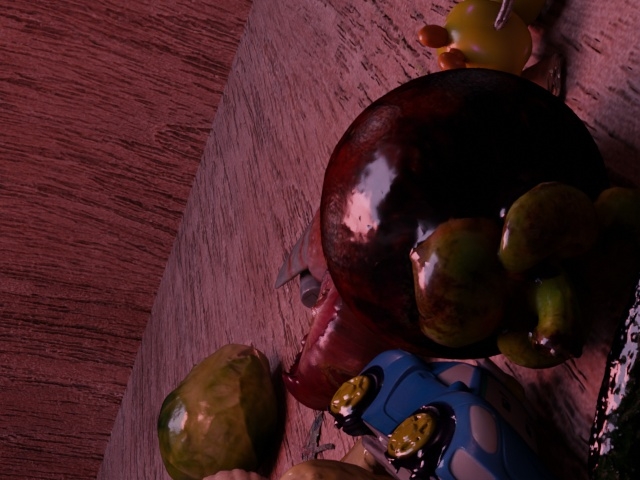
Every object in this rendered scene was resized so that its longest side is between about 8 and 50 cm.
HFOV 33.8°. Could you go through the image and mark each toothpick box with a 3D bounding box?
[{"bbox_3d":[-0.010,0.072,1.812,0.083,0.052,0.052,-94,25,-49],"label":"toothpick box"}]

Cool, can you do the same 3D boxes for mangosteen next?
[{"bbox_3d":[0.145,-0.016,1.011,0.311,0.311,0.311,-166,90,-73],"label":"mangosteen"}]

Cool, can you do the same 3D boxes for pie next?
[{"bbox_3d":[0.067,0.281,1.334,0.068,0.128,0.282,47,137,18],"label":"pie"}]

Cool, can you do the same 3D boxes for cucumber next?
[{"bbox_3d":[0.268,0.118,0.881,0.067,0.067,0.245,-147,74,-72],"label":"cucumber"}]

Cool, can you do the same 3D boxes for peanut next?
[{"bbox_3d":[0.034,0.323,1.182,0.146,0.305,0.147,-8,70,23],"label":"peanut"}]

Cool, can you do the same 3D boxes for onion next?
[{"bbox_3d":[0.047,0.121,1.420,0.248,0.161,0.248,-49,26,35],"label":"onion"}]

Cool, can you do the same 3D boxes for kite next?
[{"bbox_3d":[-0.007,0.334,1.675,0.156,0.011,0.139,142,136,-65],"label":"kite"}]

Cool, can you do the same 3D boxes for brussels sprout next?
[{"bbox_3d":[-0.178,0.316,1.904,0.219,0.210,0.271,90,-167,-54],"label":"brussels sprout"}]

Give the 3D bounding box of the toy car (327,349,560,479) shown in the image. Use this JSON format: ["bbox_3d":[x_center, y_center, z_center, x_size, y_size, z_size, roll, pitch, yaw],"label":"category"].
[{"bbox_3d":[0.145,0.203,1.046,0.166,0.198,0.314,-46,17,-9],"label":"toy car"}]

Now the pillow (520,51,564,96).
[{"bbox_3d":[0.228,-0.098,1.223,0.126,0.043,0.233,-18,57,64],"label":"pillow"}]

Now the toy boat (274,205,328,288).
[{"bbox_3d":[0.000,0.000,1.741,0.282,0.096,0.206,-39,32,57],"label":"toy boat"}]

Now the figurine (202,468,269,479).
[{"bbox_3d":[-0.093,0.460,1.621,0.332,0.185,0.204,-13,30,51],"label":"figurine"}]

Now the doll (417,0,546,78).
[{"bbox_3d":[0.200,-0.240,1.213,0.221,0.143,0.135,-57,2,-42],"label":"doll"}]
